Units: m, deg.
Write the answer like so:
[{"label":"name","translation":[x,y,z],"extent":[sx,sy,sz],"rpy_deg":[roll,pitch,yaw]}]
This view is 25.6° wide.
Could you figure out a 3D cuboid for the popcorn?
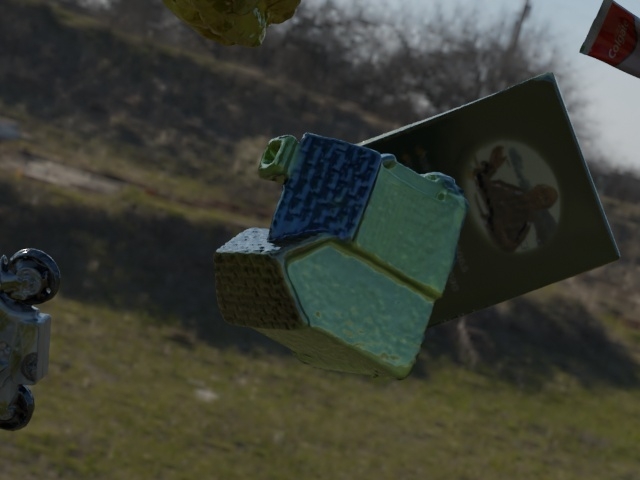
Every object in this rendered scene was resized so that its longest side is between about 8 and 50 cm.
[{"label":"popcorn","translation":[-0.092,-0.334,1.524],"extent":[0.192,0.233,0.266],"rpy_deg":[24,-4,36]}]

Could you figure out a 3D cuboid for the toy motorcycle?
[{"label":"toy motorcycle","translation":[-0.383,0.104,1.613],"extent":[0.152,0.225,0.073],"rpy_deg":[16,17,7]}]

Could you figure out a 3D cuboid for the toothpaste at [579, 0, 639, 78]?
[{"label":"toothpaste","translation":[0.453,-0.189,1.707],"extent":[0.301,0.048,0.075],"rpy_deg":[36,-33,20]}]

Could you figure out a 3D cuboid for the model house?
[{"label":"model house","translation":[0.000,0.000,1.347],"extent":[0.189,0.214,0.195],"rpy_deg":[29,-13,-36]}]

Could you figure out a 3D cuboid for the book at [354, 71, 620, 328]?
[{"label":"book","translation":[0.166,-0.033,1.806],"extent":[0.370,0.260,0.043],"rpy_deg":[-20,5,6]}]
